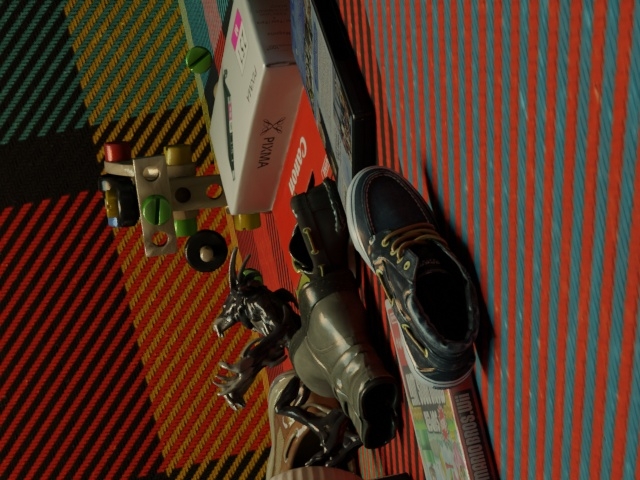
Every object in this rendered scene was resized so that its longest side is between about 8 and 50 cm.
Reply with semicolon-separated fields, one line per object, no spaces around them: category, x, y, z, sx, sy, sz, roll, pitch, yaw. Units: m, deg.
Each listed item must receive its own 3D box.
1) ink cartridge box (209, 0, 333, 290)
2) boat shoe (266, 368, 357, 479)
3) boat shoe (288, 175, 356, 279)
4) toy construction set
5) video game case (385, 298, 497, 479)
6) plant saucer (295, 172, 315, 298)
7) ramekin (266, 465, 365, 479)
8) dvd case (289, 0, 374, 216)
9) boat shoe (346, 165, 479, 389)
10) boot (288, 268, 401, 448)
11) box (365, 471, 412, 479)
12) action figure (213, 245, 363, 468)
ink cartridge box;-0.058;-0.111;1.755;0.275;0.060;0.239;107;153;-54
boat shoe;-0.008;0.316;2.075;0.116;0.123;0.324;-115;13;-53
boat shoe;0.000;0.000;1.640;0.228;0.068;0.081;94;162;-66
toy construction set;-0.146;-0.100;2.002;0.237;0.257;0.309;-112;42;-81
video game case;0.108;0.176;1.274;0.204;0.025;0.285;131;126;-81
plant saucer;-0.020;-0.013;1.912;0.241;0.037;0.241;167;90;-84
ramekin;-0.006;0.352;1.796;0.109;0.207;0.207;-98;-1;-58
dvd case;0.009;-0.152;1.499;0.180;0.022;0.253;89;167;-54
boat shoe;0.071;0.012;1.146;0.083;0.065;0.183;98;153;-64
boot;0.029;0.153;1.663;0.246;0.083;0.161;87;163;-60
box;0.067;0.339;1.540;0.207;0.108;0.153;-123;22;-72
action figure;-0.061;0.147;1.869;0.276;0.141;0.164;57;180;19
